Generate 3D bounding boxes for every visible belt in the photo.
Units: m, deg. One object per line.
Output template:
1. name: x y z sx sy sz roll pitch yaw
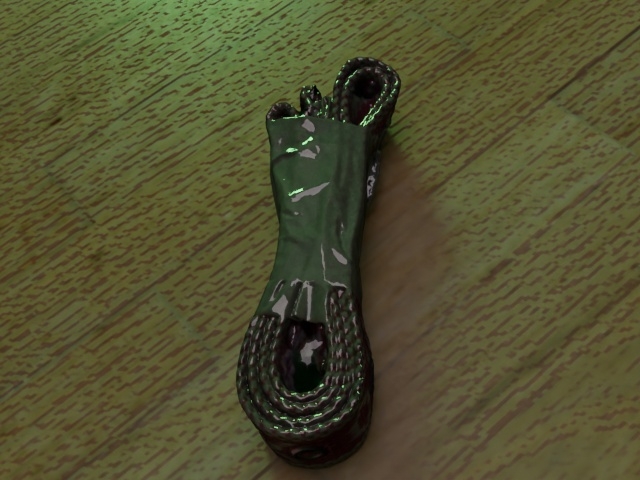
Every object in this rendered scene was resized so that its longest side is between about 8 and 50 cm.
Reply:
1. belt: 0.000 0.000 0.456 0.071 0.053 0.232 1 56 11
